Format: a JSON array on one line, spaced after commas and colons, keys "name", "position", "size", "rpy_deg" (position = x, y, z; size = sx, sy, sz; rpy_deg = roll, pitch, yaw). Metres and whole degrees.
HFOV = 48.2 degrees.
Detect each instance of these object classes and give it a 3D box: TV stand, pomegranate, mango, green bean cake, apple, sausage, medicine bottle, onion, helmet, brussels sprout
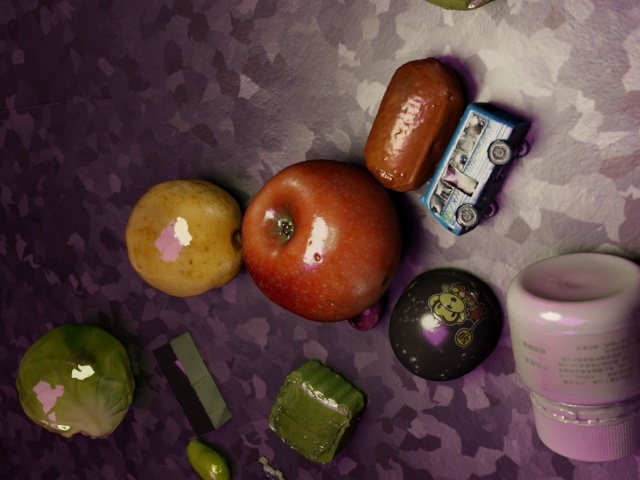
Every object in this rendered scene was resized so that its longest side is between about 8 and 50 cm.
[{"name": "TV stand", "position": [-0.354, 0.397, 1.976], "size": [0.088, 0.082, 0.270], "rpy_deg": [-29, 90, 33]}, {"name": "pomegranate", "position": [-0.315, -0.006, 1.721], "size": [0.307, 0.307, 0.308], "rpy_deg": [10, 110, 28]}, {"name": "mango", "position": [-0.317, 0.632, 2.033], "size": [0.165, 0.074, 0.091], "rpy_deg": [44, 129, 27]}, {"name": "green bean cake", "position": [-0.012, 0.424, 1.759], "size": [0.200, 0.113, 0.214], "rpy_deg": [30, 119, 19]}, {"name": "apple", "position": [0.000, 0.000, 1.496], "size": [0.348, 0.277, 0.349], "rpy_deg": [-9, 75, 38]}, {"name": "sausage", "position": [0.185, -0.227, 1.414], "size": [0.141, 0.153, 0.268], "rpy_deg": [36, 119, 28]}, {"name": "medicine bottle", "position": [0.486, 0.210, 1.311], "size": [0.256, 0.256, 0.325], "rpy_deg": [-2, 113, 31]}, {"name": "onion", "position": [0.089, 0.150, 1.621], "size": [0.115, 0.104, 0.115], "rpy_deg": [171, 90, -68]}, {"name": "helmet", "position": [0.239, 0.200, 1.513], "size": [0.230, 0.160, 0.279], "rpy_deg": [43, 121, 11]}, {"name": "brussels sprout", "position": [-0.695, 0.403, 2.059], "size": [0.344, 0.344, 0.268], "rpy_deg": [66, 161, -2]}]

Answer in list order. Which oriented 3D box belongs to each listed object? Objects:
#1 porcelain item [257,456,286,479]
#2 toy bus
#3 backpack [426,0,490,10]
[{"name": "porcelain item", "position": [-0.124, 0.657, 1.954], "size": [0.136, 0.021, 0.075], "rpy_deg": [34, 124, 18]}, {"name": "toy bus", "position": [0.301, -0.139, 1.396], "size": [0.134, 0.113, 0.246], "rpy_deg": [35, 118, 22]}, {"name": "backpack", "position": [0.265, -0.545, 1.283], "size": [0.207, 0.140, 0.254], "rpy_deg": [17, 119, 26]}]
